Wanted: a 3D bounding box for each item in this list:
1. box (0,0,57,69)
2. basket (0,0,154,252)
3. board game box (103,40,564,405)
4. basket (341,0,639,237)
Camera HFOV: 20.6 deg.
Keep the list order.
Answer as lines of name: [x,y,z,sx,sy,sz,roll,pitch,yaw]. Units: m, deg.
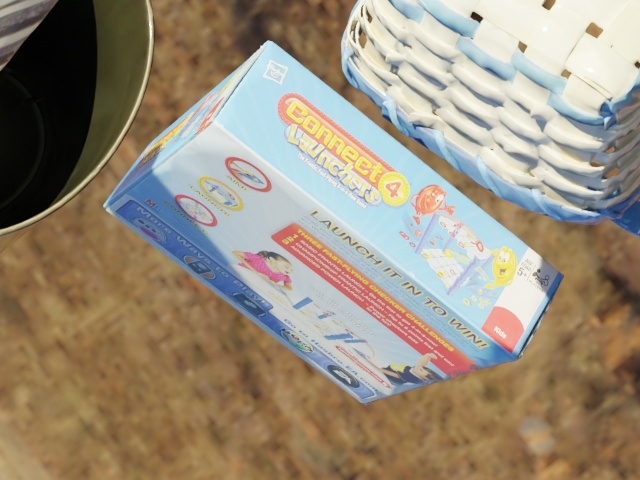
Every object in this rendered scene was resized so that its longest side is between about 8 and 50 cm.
box: [-0.177,-0.047,0.488,0.113,0.275,0.094,33,-169,-41]
basket: [-0.206,-0.066,1.024,0.154,0.204,0.227,34,158,-9]
board game box: [0.000,0.000,1.481,0.308,0.086,0.302,38,157,-12]
basket: [0.144,-0.121,1.145,0.254,0.201,0.289,35,161,11]
